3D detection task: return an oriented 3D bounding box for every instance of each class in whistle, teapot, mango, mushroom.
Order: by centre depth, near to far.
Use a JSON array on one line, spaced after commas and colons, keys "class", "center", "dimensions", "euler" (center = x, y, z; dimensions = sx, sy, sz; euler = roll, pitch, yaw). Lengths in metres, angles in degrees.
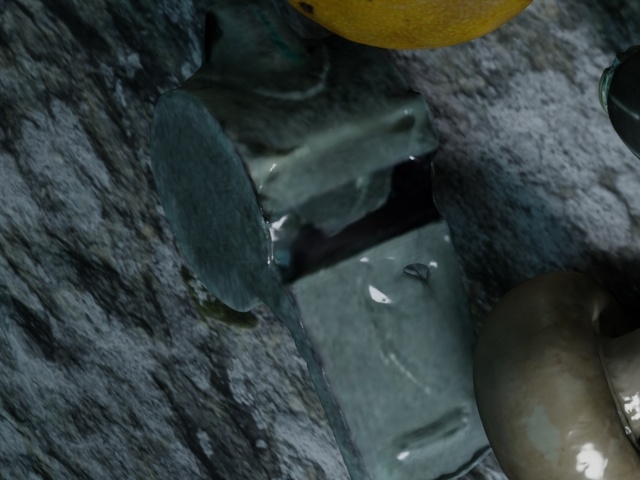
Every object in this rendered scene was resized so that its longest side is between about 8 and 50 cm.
[{"class": "teapot", "center": [0.238, -0.083, 1.290], "dimensions": [0.091, 0.092, 0.124], "euler": [39, 142, 47]}, {"class": "mango", "center": [0.059, -0.213, 1.356], "dimensions": [0.262, 0.109, 0.157], "euler": [6, 122, 45]}, {"class": "mushroom", "center": [0.223, 0.113, 1.429], "dimensions": [0.204, 0.204, 0.204], "euler": [31, 141, 28]}, {"class": "whistle", "center": [0.015, -0.001, 1.486], "dimensions": [0.404, 0.168, 0.188], "euler": [57, 151, 20]}]
